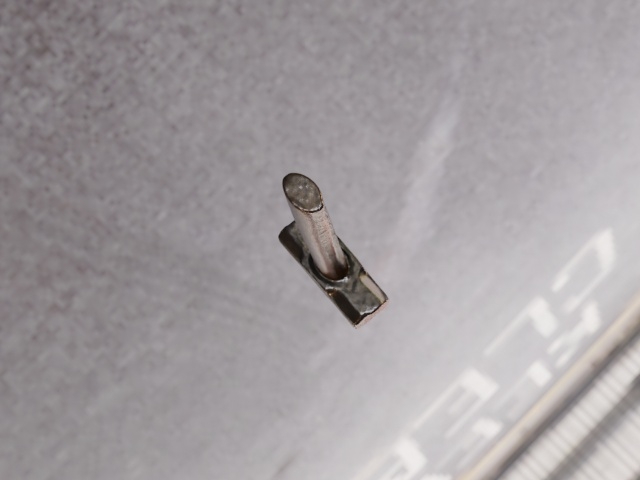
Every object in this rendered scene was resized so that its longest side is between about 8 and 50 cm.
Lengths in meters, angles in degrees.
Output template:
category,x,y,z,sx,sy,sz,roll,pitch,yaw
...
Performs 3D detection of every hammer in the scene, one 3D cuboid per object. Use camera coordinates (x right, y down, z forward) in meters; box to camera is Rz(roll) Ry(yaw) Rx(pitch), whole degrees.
category,x,y,z,sx,sy,sz,roll,pitch,yaw
hammer,0.000,0.000,1.265,0.043,0.111,0.365,-39,170,-3
